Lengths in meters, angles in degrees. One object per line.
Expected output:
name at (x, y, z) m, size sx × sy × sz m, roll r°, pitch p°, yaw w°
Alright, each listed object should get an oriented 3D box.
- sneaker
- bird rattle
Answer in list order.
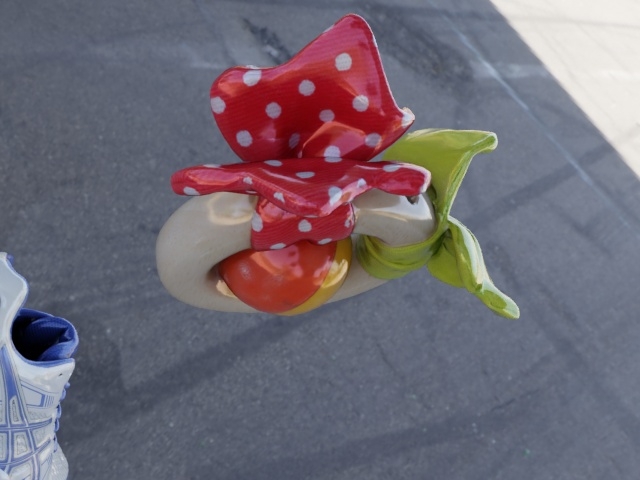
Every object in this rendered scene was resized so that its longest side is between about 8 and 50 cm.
sneaker at (-0.249, 0.132, 0.678) m, size 0.131 × 0.296 × 0.112 m, roll -29°, pitch 53°, yaw -16°
bird rattle at (0.000, 0.000, 0.462) m, size 0.253 × 0.207 × 0.143 m, roll 4°, pitch 63°, yaw -55°
